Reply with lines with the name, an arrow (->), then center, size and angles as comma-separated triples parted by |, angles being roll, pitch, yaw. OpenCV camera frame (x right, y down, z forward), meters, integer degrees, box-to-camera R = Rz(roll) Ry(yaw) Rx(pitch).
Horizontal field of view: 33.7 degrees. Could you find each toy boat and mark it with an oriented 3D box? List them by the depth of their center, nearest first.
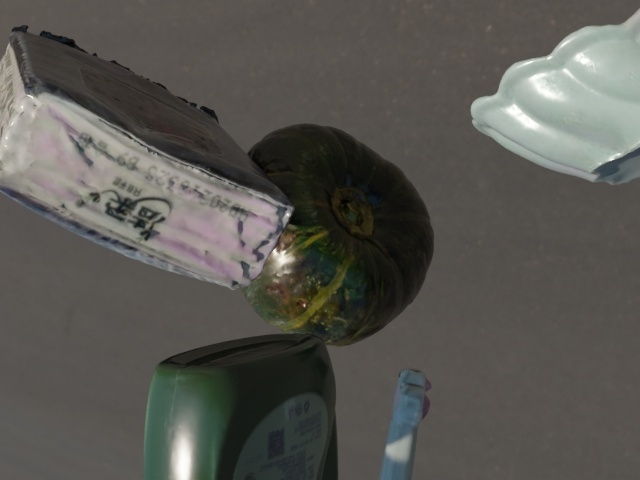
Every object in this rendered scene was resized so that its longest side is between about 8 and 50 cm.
toy boat -> 0.268, -0.116, 0.840 | 0.290, 0.100, 0.199 | -23, 164, 19

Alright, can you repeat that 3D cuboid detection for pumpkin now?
pumpkin -> -0.001, 0.002, 1.225 | 0.260, 0.260, 0.189 | 41, 138, -11

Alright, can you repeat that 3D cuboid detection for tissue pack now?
tissue pack -> -0.192, -0.090, 1.025 | 0.259, 0.122, 0.361 | 23, -171, -22

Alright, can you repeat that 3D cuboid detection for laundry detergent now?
laundry detergent -> -0.031, 0.159, 0.550 | 0.063, 0.137, 0.210 | -1, 95, 30

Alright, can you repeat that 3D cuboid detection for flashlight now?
flashlight -> 0.105, 0.263, 1.347 | 0.048, 0.200, 0.093 | 11, 177, 0
